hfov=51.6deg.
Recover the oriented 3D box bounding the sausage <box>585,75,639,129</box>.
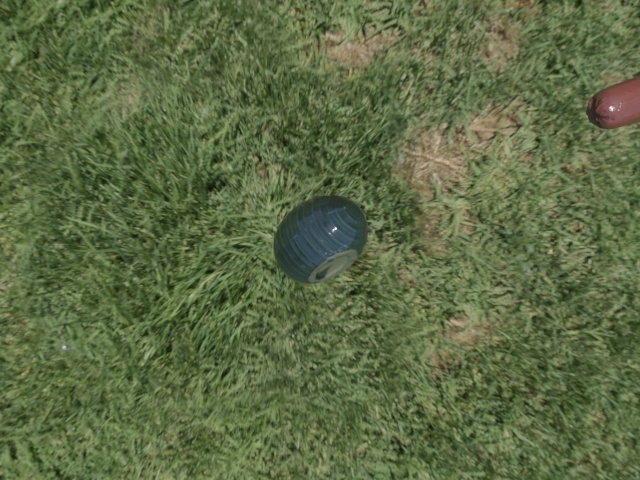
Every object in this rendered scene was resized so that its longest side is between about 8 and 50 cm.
[{"bbox_3d":[0.452,-0.201,0.936,0.154,0.062,0.062,-20,92,-8],"label":"sausage"}]

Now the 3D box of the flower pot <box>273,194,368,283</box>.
[{"bbox_3d":[0.000,0.000,1.504,0.243,0.189,0.157,-43,57,34],"label":"flower pot"}]
